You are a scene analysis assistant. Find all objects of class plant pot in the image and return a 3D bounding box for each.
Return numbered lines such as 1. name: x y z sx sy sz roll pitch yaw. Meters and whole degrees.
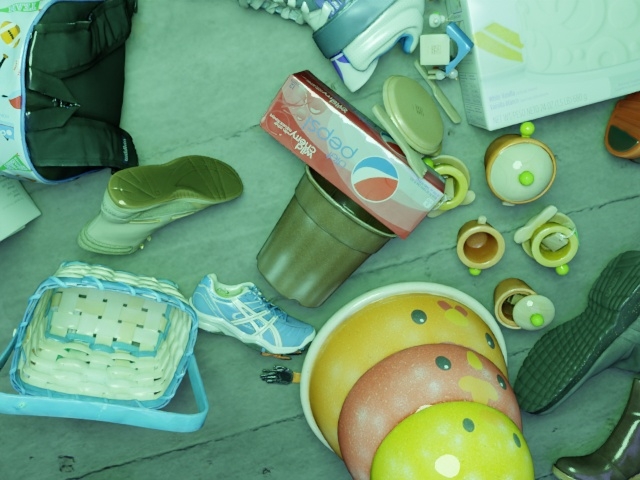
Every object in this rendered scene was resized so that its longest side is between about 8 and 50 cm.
1. plant pot: 0.000 0.000 0.853 0.167 0.167 0.165 34 108 -13

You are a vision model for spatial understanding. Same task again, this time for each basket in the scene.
1. basket: -0.287 0.153 0.796 0.255 0.289 0.201 16 101 -19

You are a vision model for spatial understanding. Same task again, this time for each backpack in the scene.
1. backpack: -0.348 -0.193 0.707 0.213 0.263 0.276 3 108 -4

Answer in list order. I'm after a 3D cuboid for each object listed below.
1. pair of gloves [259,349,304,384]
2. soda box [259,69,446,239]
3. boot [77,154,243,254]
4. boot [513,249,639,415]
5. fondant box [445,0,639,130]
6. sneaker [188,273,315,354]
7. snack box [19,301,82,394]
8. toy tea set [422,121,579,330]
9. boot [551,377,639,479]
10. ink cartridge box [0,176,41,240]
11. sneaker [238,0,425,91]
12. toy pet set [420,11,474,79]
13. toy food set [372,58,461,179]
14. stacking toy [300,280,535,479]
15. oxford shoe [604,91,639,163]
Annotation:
1. pair of gloves: -0.065 0.208 0.984 0.074 0.010 0.083 2 110 -6
2. soda box: 0.048 -0.123 0.818 0.263 0.083 0.092 37 115 -2
3. boot: -0.233 -0.047 0.849 0.165 0.213 0.077 -38 74 43
4. boot: 0.508 0.201 0.976 0.223 0.118 0.338 33 106 -18
5. fondant box: 0.302 -0.343 0.799 0.239 0.096 0.330 -15 107 1
6. sneaker: -0.105 0.117 0.916 0.211 0.080 0.081 18 108 -11
7. snack box: -0.436 0.177 0.939 0.064 0.022 0.178 16 105 -11
8. toy tea set: 0.289 -0.006 0.872 0.200 0.124 0.336 -30 107 16
9. boot: 0.551 0.349 1.052 0.249 0.090 0.206 6 93 -2
10. ink cartridge box: -0.559 -0.080 0.760 0.198 0.197 0.270 -26 107 4
11. sneaker: -0.019 -0.305 0.767 0.323 0.130 0.236 -16 103 -5
12. toy pet set: 0.177 -0.276 0.786 0.065 0.114 0.122 4 116 20
13. toy food set: 0.127 -0.169 0.814 0.039 0.192 0.132 -28 106 42
14. stacking toy: 0.172 0.294 0.775 0.351 0.480 0.350 -3 110 -9
15. oxford shoe: 0.525 -0.244 0.860 0.099 0.097 0.271 12 111 -28
